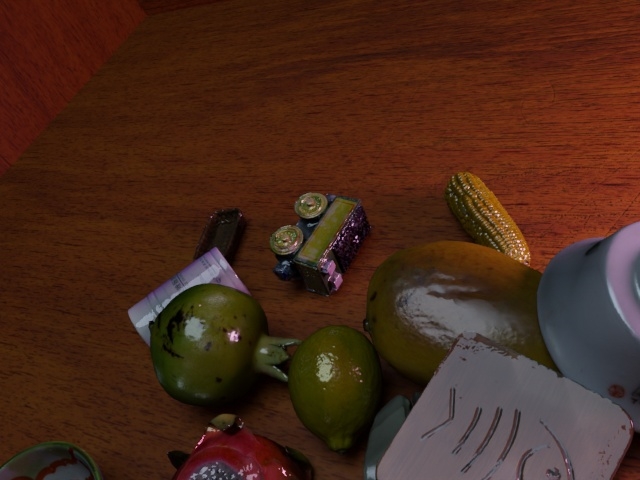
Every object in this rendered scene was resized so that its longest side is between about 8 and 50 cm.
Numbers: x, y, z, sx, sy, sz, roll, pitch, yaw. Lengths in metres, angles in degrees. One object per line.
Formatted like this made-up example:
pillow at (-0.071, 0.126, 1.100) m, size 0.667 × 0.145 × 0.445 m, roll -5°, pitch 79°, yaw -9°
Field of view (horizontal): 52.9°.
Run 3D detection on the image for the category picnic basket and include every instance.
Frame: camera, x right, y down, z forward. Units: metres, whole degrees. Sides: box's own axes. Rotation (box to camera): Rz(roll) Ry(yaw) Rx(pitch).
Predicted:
picnic basket at (-0.264, -0.001, 1.709) m, size 0.110 × 0.055 × 0.193 m, roll -7°, pitch 47°, yaw 24°

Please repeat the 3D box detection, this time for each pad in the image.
pad at (0.259, 0.300, 0.922) m, size 0.284 × 0.018 × 0.286 m, roll 26°, pitch 71°, yaw 31°

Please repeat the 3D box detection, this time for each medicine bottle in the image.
medicine bottle at (-0.306, 0.147, 1.516) m, size 0.254 × 0.152 × 0.152 m, roll -36°, pitch 42°, yaw -8°

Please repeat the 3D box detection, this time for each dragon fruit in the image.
dragon fruit at (-0.159, 0.454, 1.106) m, size 0.290 × 0.189 × 0.291 m, roll -16°, pitch 43°, yaw 15°

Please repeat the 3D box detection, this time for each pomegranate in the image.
pomegranate at (-0.199, 0.221, 1.329) m, size 0.340 × 0.260 × 0.260 m, roll 4°, pitch 51°, yaw 22°

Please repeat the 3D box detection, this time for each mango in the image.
mango at (0.293, 0.143, 1.150) m, size 0.444 × 0.221 × 0.301 m, roll 9°, pitch 48°, yaw 19°

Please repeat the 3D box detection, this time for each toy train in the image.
toy train at (0.000, 0.000, 1.510) m, size 0.177 × 0.134 × 0.261 m, roll 17°, pitch 59°, yaw 29°

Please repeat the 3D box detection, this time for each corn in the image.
corn at (0.356, -0.040, 1.370) m, size 0.102 × 0.102 × 0.313 m, roll -28°, pitch 42°, yaw 2°

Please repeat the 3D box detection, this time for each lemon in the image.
lemon at (0.027, 0.266, 1.192) m, size 0.184 × 0.184 × 0.249 m, roll -12°, pitch 54°, yaw 19°

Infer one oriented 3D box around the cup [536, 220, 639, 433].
cup at (0.524, 0.103, 0.968) m, size 0.347 × 0.163 × 0.347 m, roll 6°, pitch 56°, yaw -9°

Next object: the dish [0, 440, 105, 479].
dish at (-0.535, 0.572, 1.258) m, size 0.324 × 0.124 × 0.324 m, roll -12°, pitch 51°, yaw 14°

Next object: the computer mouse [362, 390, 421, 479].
computer mouse at (0.178, 0.436, 0.964) m, size 0.228 × 0.145 × 0.429 m, roll -8°, pitch 48°, yaw 8°
